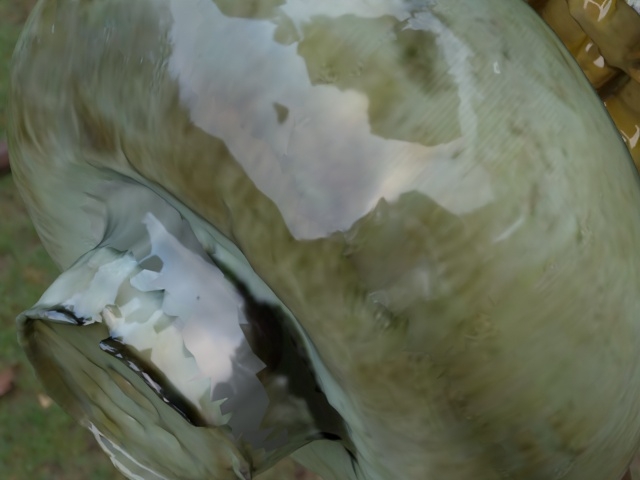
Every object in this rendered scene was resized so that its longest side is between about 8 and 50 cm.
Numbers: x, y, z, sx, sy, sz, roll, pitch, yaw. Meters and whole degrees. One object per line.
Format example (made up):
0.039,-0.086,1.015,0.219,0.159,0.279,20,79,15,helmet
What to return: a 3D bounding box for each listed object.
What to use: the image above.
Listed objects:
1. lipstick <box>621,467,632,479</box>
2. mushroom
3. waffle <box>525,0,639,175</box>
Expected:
0.183,0.118,1.296,0.057,0.357,0.057,-12,27,6,lipstick
0.000,0.000,0.856,0.352,0.352,0.260,25,60,41,mushroom
0.232,-0.070,1.223,0.348,0.304,0.077,45,69,2,waffle
